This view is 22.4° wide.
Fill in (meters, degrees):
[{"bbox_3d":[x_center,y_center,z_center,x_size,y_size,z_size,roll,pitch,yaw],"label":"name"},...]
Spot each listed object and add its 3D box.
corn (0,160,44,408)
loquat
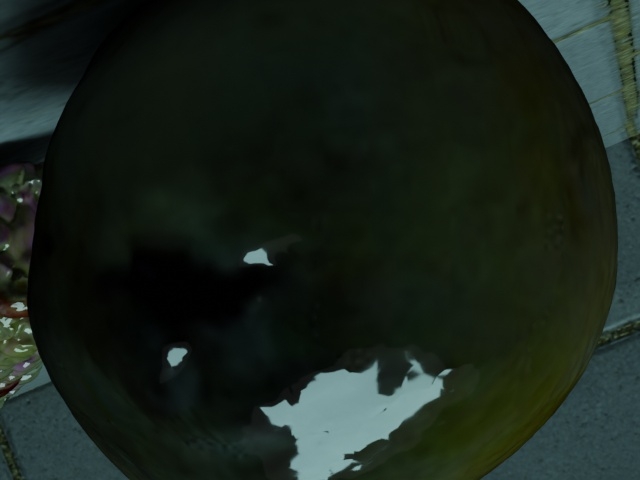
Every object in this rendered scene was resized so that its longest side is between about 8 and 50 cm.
[{"bbox_3d":[-0.158,0.040,0.701,0.092,0.092,0.280,-20,174,-33],"label":"corn"},{"bbox_3d":[0.000,0.000,0.480,0.179,0.179,0.227,-22,170,-7],"label":"loquat"}]
